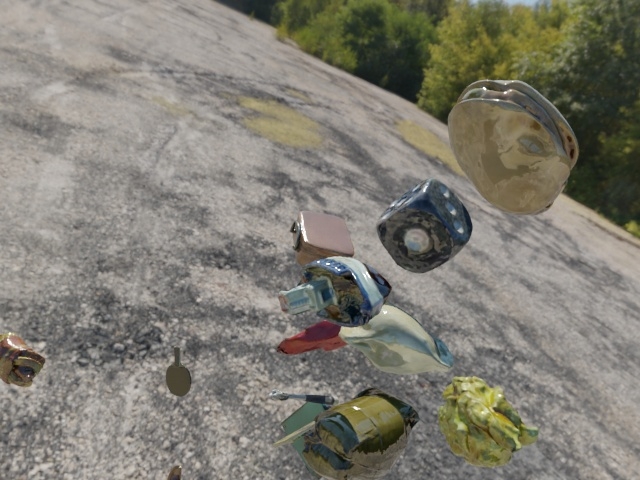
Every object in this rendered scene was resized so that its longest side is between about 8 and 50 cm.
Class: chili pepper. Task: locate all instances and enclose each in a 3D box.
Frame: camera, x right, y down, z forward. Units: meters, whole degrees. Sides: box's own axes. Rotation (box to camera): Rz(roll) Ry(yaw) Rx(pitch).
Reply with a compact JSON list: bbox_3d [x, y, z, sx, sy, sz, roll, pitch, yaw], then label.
[{"bbox_3d":[0.038,0.287,1.559,0.110,0.388,0.110,-21,90,-82],"label":"chili pepper"}]

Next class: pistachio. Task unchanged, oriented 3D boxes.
[{"bbox_3d":[0.549,-0.256,1.440,0.445,0.281,0.365,52,-22,-24],"label":"pistachio"}]

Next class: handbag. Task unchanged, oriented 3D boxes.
[{"bbox_3d":[0.000,0.000,1.259,0.151,0.072,0.193,13,31,-13],"label":"handbag"}]

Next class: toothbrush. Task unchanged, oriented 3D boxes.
[{"bbox_3d":[-0.025,0.354,1.123,0.026,0.024,0.288,-4,-20,29],"label":"toothbrush"}]

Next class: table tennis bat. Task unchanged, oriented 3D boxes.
[{"bbox_3d":[-0.444,0.409,1.557,0.095,0.157,0.014,0,2,24],"label":"table tennis bat"}]

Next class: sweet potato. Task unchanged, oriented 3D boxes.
[{"bbox_3d":[-0.413,0.754,1.455,0.055,0.202,0.058,-6,-2,38],"label":"sweet potato"}]

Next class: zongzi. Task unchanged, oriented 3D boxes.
[{"bbox_3d":[0.035,0.435,0.929,0.145,0.299,0.274,31,12,30],"label":"zongzi"}]

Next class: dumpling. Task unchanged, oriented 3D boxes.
[{"bbox_3d":[0.169,0.202,1.088,0.252,0.131,0.179,14,25,3],"label":"dumpling"}]

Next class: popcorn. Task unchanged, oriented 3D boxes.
[{"bbox_3d":[0.547,0.632,1.718,0.275,0.279,0.335,14,33,-22],"label":"popcorn"}]

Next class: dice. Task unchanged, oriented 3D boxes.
[{"bbox_3d":[0.267,-0.037,1.286,0.182,0.181,0.183,50,37,-8],"label":"dice"}]

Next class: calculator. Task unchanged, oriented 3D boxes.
[{"bbox_3d":[-0.011,0.805,2.067,0.274,0.248,0.058,50,18,22],"label":"calculator"}]

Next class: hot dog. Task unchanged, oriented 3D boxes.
[{"bbox_3d":[-1.002,0.391,1.622,0.213,0.146,0.103,22,-5,23],"label":"hot dog"}]

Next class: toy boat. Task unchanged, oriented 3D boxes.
[{"bbox_3d":[0.014,0.093,0.848,0.115,0.114,0.262,-24,13,-34],"label":"toy boat"}]

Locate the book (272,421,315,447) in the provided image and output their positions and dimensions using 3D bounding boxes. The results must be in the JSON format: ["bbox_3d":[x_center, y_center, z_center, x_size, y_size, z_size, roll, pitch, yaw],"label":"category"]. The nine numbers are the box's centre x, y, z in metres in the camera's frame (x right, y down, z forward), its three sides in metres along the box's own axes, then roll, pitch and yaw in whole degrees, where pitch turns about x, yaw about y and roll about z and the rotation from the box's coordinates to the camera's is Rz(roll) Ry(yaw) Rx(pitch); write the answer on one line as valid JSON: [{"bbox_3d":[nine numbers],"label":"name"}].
[{"bbox_3d":[-0.008,0.438,1.189,0.193,0.168,0.013,-20,73,-28],"label":"book"}]
